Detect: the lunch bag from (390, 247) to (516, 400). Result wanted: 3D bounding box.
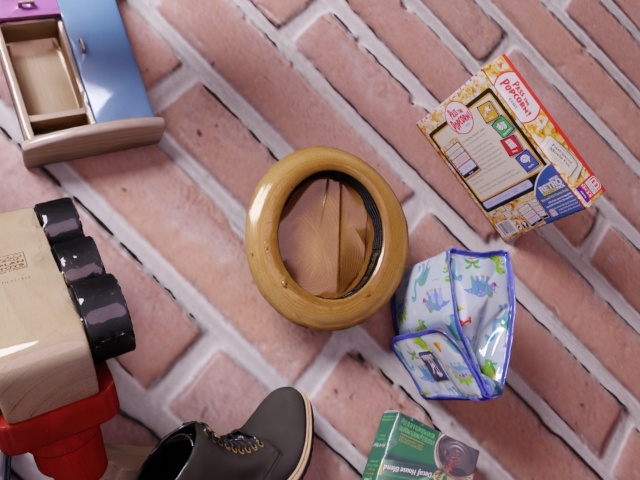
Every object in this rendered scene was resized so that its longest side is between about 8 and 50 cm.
[{"bbox_3d":[0.139,0.094,0.677,0.096,0.129,0.151,1,76,-21],"label":"lunch bag"}]

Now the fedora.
[{"bbox_3d":[0.000,0.000,0.675,0.194,0.079,0.194,4,80,-21],"label":"fedora"}]

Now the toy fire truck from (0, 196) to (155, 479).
[{"bbox_3d":[-0.203,0.111,0.522,0.159,0.217,0.246,-17,124,-26],"label":"toy fire truck"}]

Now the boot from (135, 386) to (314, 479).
[{"bbox_3d":[-0.072,0.174,0.542,0.198,0.077,0.137,-62,143,-47],"label":"boot"}]

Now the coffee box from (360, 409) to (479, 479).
[{"bbox_3d":[0.089,0.284,0.649,0.113,0.040,0.184,30,66,-12],"label":"coffee box"}]

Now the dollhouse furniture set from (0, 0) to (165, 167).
[{"bbox_3d":[-0.249,-0.207,0.506,0.286,0.303,0.198,-17,81,-26],"label":"dollhouse furniture set"}]

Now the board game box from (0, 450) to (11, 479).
[{"bbox_3d":[-0.343,0.252,0.469,0.194,0.060,0.194,3,74,-21],"label":"board game box"}]

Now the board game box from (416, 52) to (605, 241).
[{"bbox_3d":[0.220,-0.103,0.759,0.045,0.147,0.193,-38,92,-27],"label":"board game box"}]
